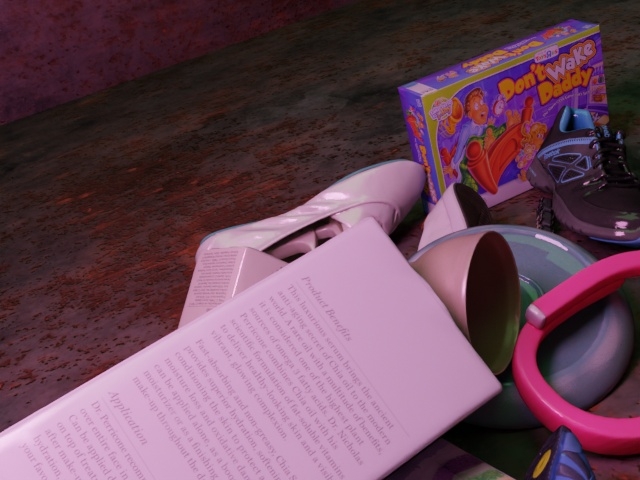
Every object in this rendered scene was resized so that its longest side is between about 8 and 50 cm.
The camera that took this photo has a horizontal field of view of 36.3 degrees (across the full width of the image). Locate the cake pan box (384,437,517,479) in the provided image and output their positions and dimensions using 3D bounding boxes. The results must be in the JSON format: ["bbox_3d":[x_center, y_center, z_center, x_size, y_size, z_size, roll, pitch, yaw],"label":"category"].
[{"bbox_3d":[0.109,0.323,0.917,0.267,0.070,0.246,-29,28,-26],"label":"cake pan box"}]

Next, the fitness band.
[{"bbox_3d":[0.355,0.120,1.106,0.291,0.054,0.209,-28,56,-22],"label":"fitness band"}]

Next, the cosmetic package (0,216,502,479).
[{"bbox_3d":[-0.072,0.193,0.968,0.453,0.161,0.230,-30,75,-25],"label":"cosmetic package"}]

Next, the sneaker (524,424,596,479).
[{"bbox_3d":[0.229,0.245,0.881,0.082,0.069,0.209,28,23,3],"label":"sneaker"}]

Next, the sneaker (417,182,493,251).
[{"bbox_3d":[0.202,0.050,1.396,0.123,0.106,0.290,-49,25,31],"label":"sneaker"}]

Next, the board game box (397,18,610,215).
[{"bbox_3d":[0.316,-0.199,1.630,0.347,0.233,0.078,-24,28,-17],"label":"board game box"}]

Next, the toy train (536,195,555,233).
[{"bbox_3d":[0.342,-0.022,1.493,0.027,0.036,0.158,18,29,3],"label":"toy train"}]

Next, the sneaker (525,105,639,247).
[{"bbox_3d":[0.409,-0.097,1.458,0.125,0.139,0.341,8,23,-18],"label":"sneaker"}]

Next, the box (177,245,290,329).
[{"bbox_3d":[-0.115,0.149,1.144,0.113,0.094,0.275,-3,68,53],"label":"box"}]

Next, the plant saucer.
[{"bbox_3d":[0.229,0.088,1.216,0.318,0.043,0.317,-5,47,5],"label":"plant saucer"}]

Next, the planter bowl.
[{"bbox_3d":[0.150,0.071,1.118,0.109,0.162,0.162,-3,29,31],"label":"planter bowl"}]

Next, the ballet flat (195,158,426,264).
[{"bbox_3d":[0.000,0.000,1.554,0.400,0.139,0.139,-21,27,-4],"label":"ballet flat"}]
